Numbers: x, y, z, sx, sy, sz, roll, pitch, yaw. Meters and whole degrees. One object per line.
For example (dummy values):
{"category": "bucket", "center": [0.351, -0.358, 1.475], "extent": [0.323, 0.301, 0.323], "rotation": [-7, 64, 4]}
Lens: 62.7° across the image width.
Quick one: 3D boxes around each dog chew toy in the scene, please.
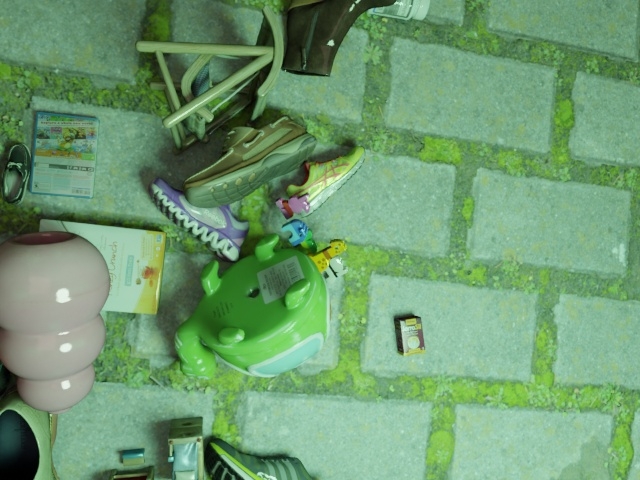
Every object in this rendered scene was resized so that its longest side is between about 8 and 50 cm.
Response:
{"category": "dog chew toy", "center": [-0.484, 0.155, 0.946], "extent": [0.207, 0.206, 0.331], "rotation": [-1, 104, -12]}

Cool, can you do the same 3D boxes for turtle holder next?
{"category": "turtle holder", "center": [-0.120, 0.172, 1.035], "extent": [0.320, 0.243, 0.227], "rotation": [-46, 136, -20]}

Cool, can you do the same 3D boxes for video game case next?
{"category": "video game case", "center": [-0.522, -0.173, 1.075], "extent": [0.119, 0.015, 0.166], "rotation": [4, 87, -11]}

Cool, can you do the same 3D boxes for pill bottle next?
{"category": "pill bottle", "center": [0.176, -0.551, 1.207], "extent": [0.137, 0.078, 0.078], "rotation": [4, 87, -12]}

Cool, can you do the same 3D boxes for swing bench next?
{"category": "swing bench", "center": [-0.198, -0.301, 1.028], "extent": [0.255, 0.253, 0.165], "rotation": [-20, 93, -12]}

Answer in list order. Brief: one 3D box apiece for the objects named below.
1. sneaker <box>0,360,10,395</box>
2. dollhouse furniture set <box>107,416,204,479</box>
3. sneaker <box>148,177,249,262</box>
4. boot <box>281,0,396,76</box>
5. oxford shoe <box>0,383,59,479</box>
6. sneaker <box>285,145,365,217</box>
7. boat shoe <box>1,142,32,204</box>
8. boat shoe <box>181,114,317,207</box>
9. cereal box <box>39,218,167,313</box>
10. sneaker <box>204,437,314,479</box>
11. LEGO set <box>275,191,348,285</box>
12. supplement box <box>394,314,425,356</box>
{"category": "sneaker", "center": [-0.639, 0.236, 1.009], "extent": [0.106, 0.101, 0.267], "rotation": [40, 83, -26]}
{"category": "dollhouse furniture set", "center": [-0.326, 0.440, 1.038], "extent": [0.184, 0.129, 0.129], "rotation": [-1, 88, -12]}
{"category": "sneaker", "center": [-0.245, -0.059, 1.098], "extent": [0.236, 0.095, 0.104], "rotation": [39, 74, -13]}
{"category": "boot", "center": [0.040, -0.455, 1.138], "extent": [0.249, 0.090, 0.206], "rotation": [10, 91, 20]}
{"category": "oxford shoe", "center": [-0.562, 0.477, 0.976], "extent": [0.141, 0.146, 0.396], "rotation": [-8, 90, -13]}
{"category": "sneaker", "center": [0.011, -0.149, 1.157], "extent": [0.208, 0.081, 0.094], "rotation": [-43, 95, -10]}
{"category": "boat shoe", "center": [-0.607, -0.134, 1.043], "extent": [0.046, 0.038, 0.125], "rotation": [10, 86, -12]}
{"category": "boat shoe", "center": [-0.154, -0.169, 1.083], "extent": [0.324, 0.123, 0.116], "rotation": [-32, 81, -37]}
{"category": "cereal box", "center": [-0.445, 0.054, 1.066], "extent": [0.240, 0.047, 0.173], "rotation": [6, 89, -13]}
{"category": "sneaker", "center": [-0.107, 0.503, 1.103], "extent": [0.300, 0.121, 0.111], "rotation": [32, 125, 4]}
{"category": "LEGO set", "center": [0.000, 0.000, 1.105], "extent": [0.093, 0.087, 0.227], "rotation": [-27, 110, 16]}
{"category": "supplement box", "center": [0.205, 0.218, 1.204], "extent": [0.055, 0.043, 0.083], "rotation": [-8, 89, -11]}
